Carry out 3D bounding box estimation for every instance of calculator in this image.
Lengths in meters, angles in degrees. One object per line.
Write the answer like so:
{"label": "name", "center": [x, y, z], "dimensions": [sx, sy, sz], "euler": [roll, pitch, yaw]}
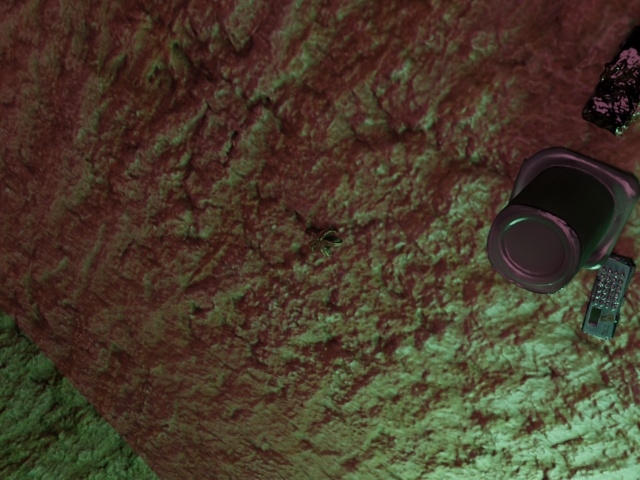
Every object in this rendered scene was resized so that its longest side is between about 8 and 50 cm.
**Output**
{"label": "calculator", "center": [0.492, 0.099, 1.226], "dimensions": [0.057, 0.018, 0.172], "euler": [20, 129, 26]}

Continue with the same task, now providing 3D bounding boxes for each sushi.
{"label": "sushi", "center": [0.437, -0.224, 1.010], "dimensions": [0.078, 0.090, 0.150], "euler": [34, 134, 18]}

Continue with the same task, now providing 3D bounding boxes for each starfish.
{"label": "starfish", "center": [0.000, 0.000, 1.504], "dimensions": [0.078, 0.028, 0.091], "euler": [46, 138, -1]}

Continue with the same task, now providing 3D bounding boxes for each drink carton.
{"label": "drink carton", "center": [0.359, -0.019, 1.125], "dimensions": [0.191, 0.189, 0.185], "euler": [30, 133, 22]}
